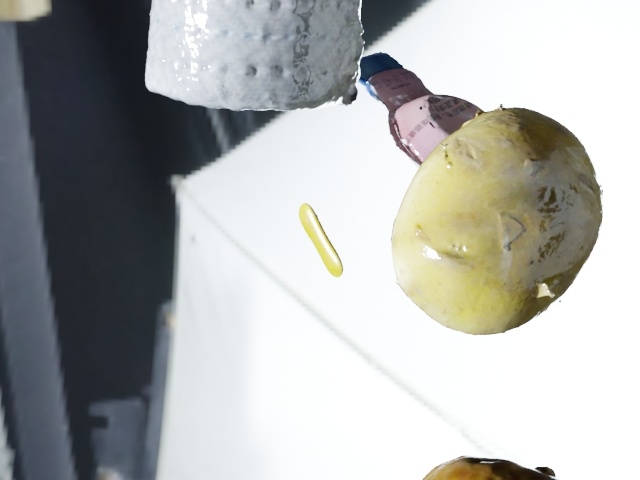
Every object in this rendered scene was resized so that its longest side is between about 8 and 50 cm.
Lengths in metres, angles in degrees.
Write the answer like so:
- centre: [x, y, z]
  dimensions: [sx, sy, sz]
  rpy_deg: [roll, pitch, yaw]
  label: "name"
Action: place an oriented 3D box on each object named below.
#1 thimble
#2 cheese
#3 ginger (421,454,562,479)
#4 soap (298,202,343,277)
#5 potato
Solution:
- centre: [-0.074, -0.240, 1.831]
  dimensions: [0.217, 0.246, 0.157]
  rpy_deg: [-112, 26, -73]
  label: "thimble"
- centre: [0.152, -0.165, 2.185]
  dimensions: [0.189, 0.286, 0.074]
  rpy_deg: [-23, -31, -44]
  label: "cheese"
- centre: [0.216, 0.308, 1.378]
  dimensions: [0.321, 0.165, 0.172]
  rpy_deg: [35, -164, -19]
  label: "ginger"
- centre: [0.000, 0.000, 1.693]
  dimensions: [0.012, 0.034, 0.089]
  rpy_deg: [-22, -106, -27]
  label: "soap"
- centre: [0.226, -0.030, 1.877]
  dimensions: [0.299, 0.239, 0.116]
  rpy_deg: [-50, 4, -14]
  label: "potato"
